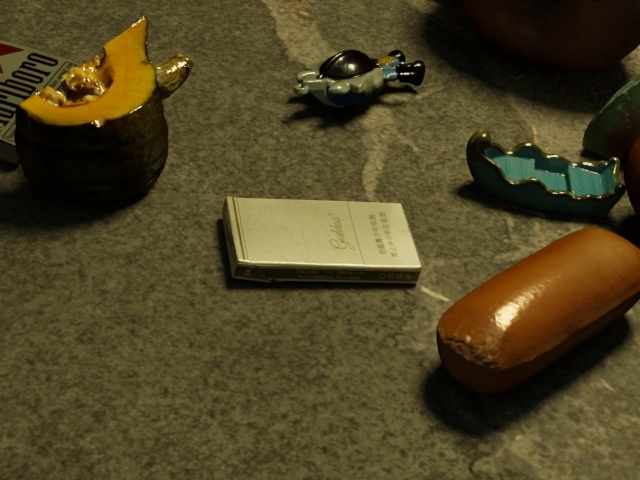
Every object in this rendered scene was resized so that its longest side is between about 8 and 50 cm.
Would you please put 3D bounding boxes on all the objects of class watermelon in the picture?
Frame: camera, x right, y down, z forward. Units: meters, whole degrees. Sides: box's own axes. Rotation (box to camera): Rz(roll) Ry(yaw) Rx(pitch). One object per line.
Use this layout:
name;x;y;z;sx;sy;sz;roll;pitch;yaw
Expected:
watermelon;0.499;-0.131;1.626;0.320;0.213;0.289;-17;-7;23

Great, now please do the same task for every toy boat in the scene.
toy boat;0.255;-0.083;1.522;0.185;0.077;0.075;10;40;-2

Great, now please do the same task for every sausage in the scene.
sausage;0.222;0.065;1.320;0.274;0.105;0.105;-27;53;-37

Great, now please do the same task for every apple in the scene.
apple;0.313;-0.366;1.718;0.306;0.305;0.235;26;56;17

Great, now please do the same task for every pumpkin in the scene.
pumpkin;-0.207;-0.133;1.436;0.126;0.131;0.248;18;44;21

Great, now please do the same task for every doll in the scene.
doll;0.042;-0.200;1.620;0.195;0.070;0.096;-17;31;-40

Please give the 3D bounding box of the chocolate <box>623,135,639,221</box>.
chocolate;0.414;-0.057;1.475;0.177;0.176;0.176;7;39;-6

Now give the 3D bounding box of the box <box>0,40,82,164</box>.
box;-0.353;-0.156;1.495;0.115;0.036;0.177;17;40;7

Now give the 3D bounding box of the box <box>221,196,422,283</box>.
box;0.000;0.000;1.400;0.198;0.029;0.109;2;40;-14
